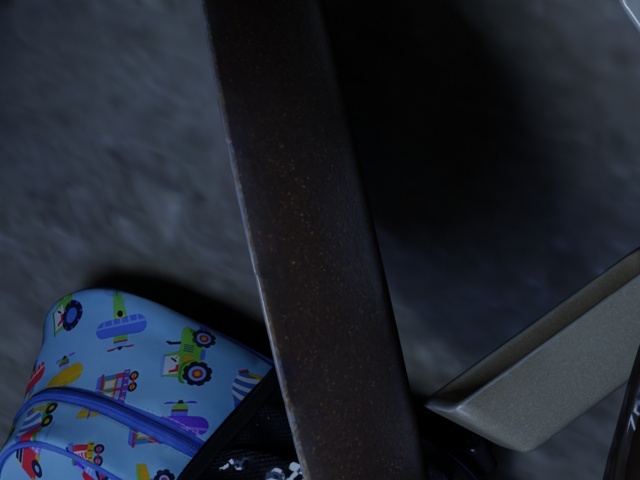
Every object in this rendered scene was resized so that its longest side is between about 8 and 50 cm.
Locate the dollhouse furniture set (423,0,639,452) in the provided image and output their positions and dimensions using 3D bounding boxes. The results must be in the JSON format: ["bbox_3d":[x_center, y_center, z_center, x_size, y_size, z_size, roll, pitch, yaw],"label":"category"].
[{"bbox_3d":[0.062,-0.014,0.412,0.081,0.114,0.091,56,172,-4],"label":"dollhouse furniture set"}]

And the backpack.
[{"bbox_3d":[-0.041,0.103,0.658,0.173,0.117,0.158,26,146,19],"label":"backpack"}]

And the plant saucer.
[{"bbox_3d":[0.000,0.000,0.479,0.029,0.168,0.168,-12,136,2],"label":"plant saucer"}]

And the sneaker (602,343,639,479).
[{"bbox_3d":[0.127,0.007,0.319,0.123,0.106,0.290,18,120,-1],"label":"sneaker"}]
